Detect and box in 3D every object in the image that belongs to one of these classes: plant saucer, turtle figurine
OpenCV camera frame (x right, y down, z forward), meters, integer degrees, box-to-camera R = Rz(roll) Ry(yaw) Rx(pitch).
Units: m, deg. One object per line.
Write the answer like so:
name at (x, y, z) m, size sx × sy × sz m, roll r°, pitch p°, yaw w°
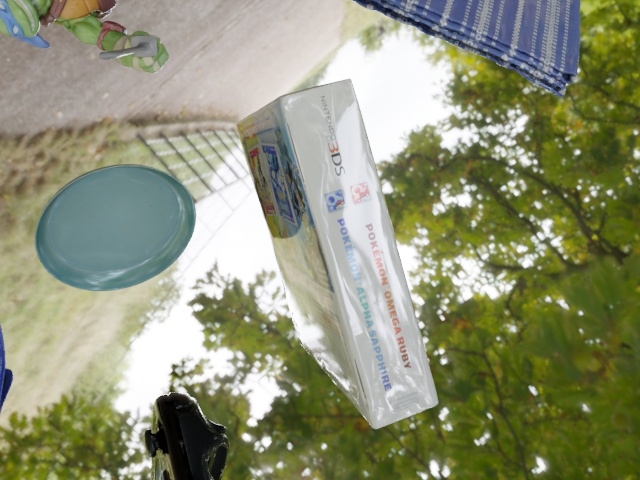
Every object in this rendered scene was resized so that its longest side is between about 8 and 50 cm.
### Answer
plant saucer at (-0.407, -0.029, 1.450) m, size 0.317 × 0.317 × 0.044 m, roll -38°, pitch -130°, yaw 4°
turtle figurine at (-0.182, -0.279, 0.703) m, size 0.266 × 0.198 × 0.274 m, roll -42°, pitch -178°, yaw -27°

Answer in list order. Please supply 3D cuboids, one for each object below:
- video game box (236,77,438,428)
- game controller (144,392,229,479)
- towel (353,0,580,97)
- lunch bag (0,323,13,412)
video game box at (0.000, 0.000, 0.479) m, size 0.048 × 0.187 × 0.205 m, roll -20°, pitch -170°, yaw -11°
game controller at (-0.116, 0.259, 0.618) m, size 0.319 × 0.067 × 0.167 m, roll 107°, pitch -24°, yaw -51°
towel at (0.118, -0.290, 0.768) m, size 0.040 × 0.335 × 0.243 m, roll 118°, pitch -7°, yaw -49°
lunch bag at (-0.402, 0.146, 0.774) m, size 0.128 × 0.151 × 0.096 m, roll -12°, pitch 176°, yaw 32°
